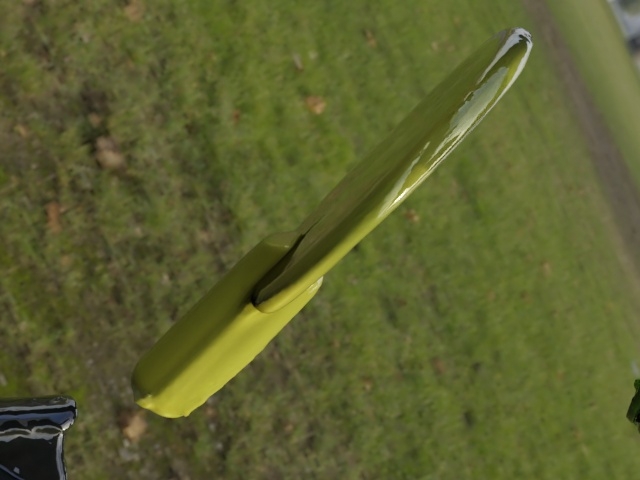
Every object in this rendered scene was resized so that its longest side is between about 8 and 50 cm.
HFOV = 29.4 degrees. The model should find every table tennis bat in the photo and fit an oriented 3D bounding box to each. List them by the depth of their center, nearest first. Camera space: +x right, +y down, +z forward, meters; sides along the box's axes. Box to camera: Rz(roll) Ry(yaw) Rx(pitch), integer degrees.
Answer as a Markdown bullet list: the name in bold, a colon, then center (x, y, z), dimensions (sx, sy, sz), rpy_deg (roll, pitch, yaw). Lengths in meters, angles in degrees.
- **table tennis bat**: center (0.000, 0.000, 0.780), dimensions (0.054, 0.369, 0.224), rpy_deg (44, 26, -5)

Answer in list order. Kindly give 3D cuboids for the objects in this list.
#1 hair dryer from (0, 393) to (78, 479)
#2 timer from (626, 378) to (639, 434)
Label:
- **hair dryer**: center (-0.212, 0.102, 0.448), dimensions (0.302, 0.244, 0.116), rpy_deg (122, -37, -71)
- **timer**: center (0.193, 0.044, 0.601), dimensions (0.047, 0.128, 0.140), rpy_deg (24, -2, 20)
